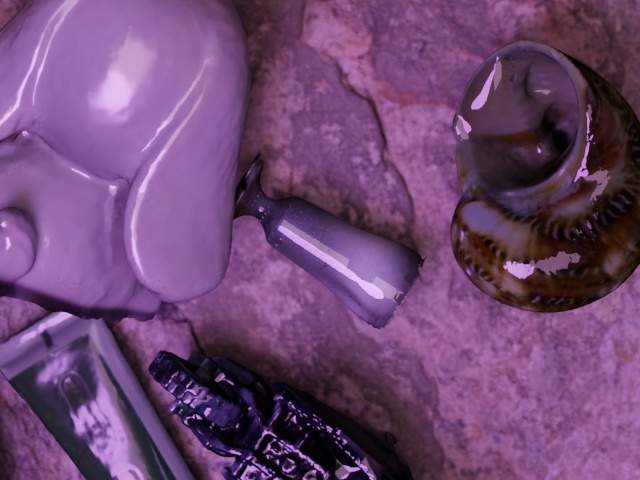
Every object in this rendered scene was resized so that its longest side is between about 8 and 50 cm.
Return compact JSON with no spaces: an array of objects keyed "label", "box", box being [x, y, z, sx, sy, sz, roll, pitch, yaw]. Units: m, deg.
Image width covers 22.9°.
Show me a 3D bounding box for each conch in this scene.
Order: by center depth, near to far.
[{"label":"conch","box":[0.167,-0.037,1.186,0.181,0.124,0.187,-42,67,20]}]

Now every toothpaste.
[{"label":"toothpaste","box":[-0.123,0.229,1.278,0.098,0.061,0.392,-32,93,8]}]

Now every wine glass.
[{"label":"wine glass","box":[0.000,0.000,1.223,0.155,0.072,0.072,32,100,-3]}]

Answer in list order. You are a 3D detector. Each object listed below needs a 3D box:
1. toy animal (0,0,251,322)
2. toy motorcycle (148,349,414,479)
[{"label":"toy animal","box":[-0.180,-0.077,1.169,0.249,0.174,0.289,8,101,1]},{"label":"toy motorcycle","box":[-0.013,0.172,1.230,0.270,0.159,0.106,36,90,13]}]
